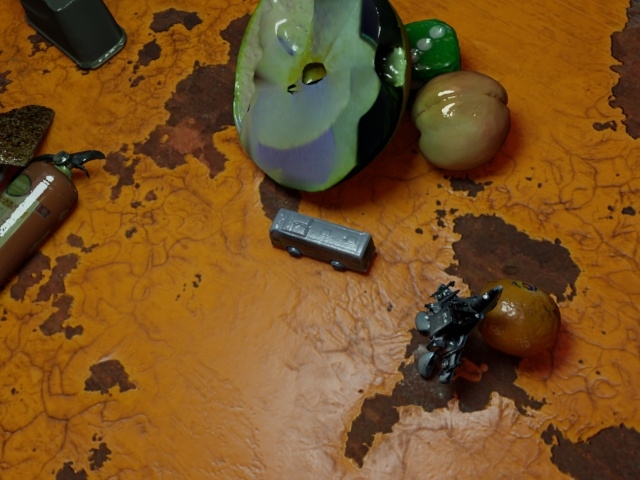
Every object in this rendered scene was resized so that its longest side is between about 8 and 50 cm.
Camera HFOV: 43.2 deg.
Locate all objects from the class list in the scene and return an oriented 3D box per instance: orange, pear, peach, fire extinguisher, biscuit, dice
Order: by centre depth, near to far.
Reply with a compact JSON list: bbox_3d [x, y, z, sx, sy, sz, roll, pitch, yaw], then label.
[{"bbox_3d":[0.309,0.125,1.275,0.135,0.135,0.118,11,98,16],"label":"orange"},{"bbox_3d":[0.251,-0.216,1.443,0.184,0.184,0.184,-4,61,8],"label":"peach"},{"bbox_3d":[0.026,-0.290,1.477,0.398,0.165,0.399,5,97,41],"label":"pear"},{"bbox_3d":[0.201,-0.332,1.537,0.120,0.131,0.128,-9,60,3],"label":"dice"},{"bbox_3d":[-0.590,-0.056,1.543,0.200,0.113,0.376,31,71,24],"label":"fire extinguisher"},{"bbox_3d":[-0.620,-0.219,1.613,0.131,0.026,0.237,7,35,-7],"label":"biscuit"}]

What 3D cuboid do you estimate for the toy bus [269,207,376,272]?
[{"bbox_3d":[0.000,0.000,1.426,0.190,0.075,0.064,17,67,18],"label":"toy bus"}]

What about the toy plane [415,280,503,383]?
[{"bbox_3d":[0.208,0.121,1.238,0.078,0.246,0.169,6,62,-9],"label":"toy plane"}]

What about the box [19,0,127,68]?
[{"bbox_3d":[-0.557,-0.516,1.749,0.274,0.178,0.138,38,74,25],"label":"box"}]

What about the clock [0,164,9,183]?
[{"bbox_3d":[-0.696,-0.155,1.619,0.176,0.080,0.117,9,44,15],"label":"clock"}]
